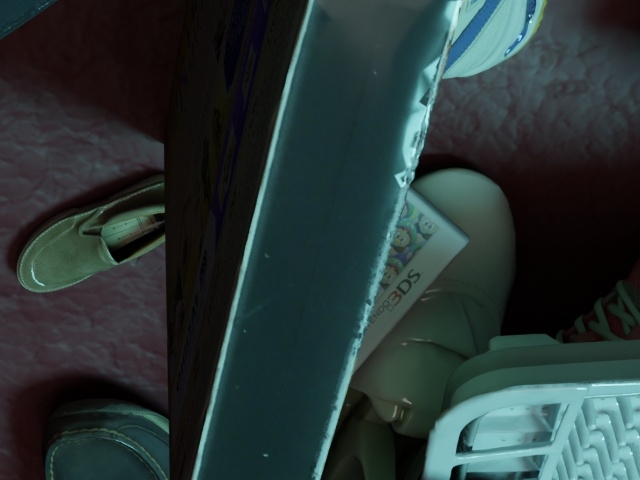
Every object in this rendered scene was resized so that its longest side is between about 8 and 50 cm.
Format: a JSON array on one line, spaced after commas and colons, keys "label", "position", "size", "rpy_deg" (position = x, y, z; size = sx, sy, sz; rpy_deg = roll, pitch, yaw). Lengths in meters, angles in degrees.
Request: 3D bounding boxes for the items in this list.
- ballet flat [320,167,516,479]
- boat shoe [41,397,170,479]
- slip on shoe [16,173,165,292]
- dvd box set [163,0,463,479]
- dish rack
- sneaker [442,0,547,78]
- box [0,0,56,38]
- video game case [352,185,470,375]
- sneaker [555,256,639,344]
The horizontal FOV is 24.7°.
[{"label": "ballet flat", "position": [0.050, 0.139, 1.098], "size": [0.139, 0.139, 0.400], "rpy_deg": [16, 118, -20]}, {"label": "boat shoe", "position": [-0.127, 0.283, 1.134], "size": [0.132, 0.130, 0.355], "rpy_deg": [-12, 119, 9]}, {"label": "slip on shoe", "position": [-0.152, 0.001, 1.020], "size": [0.135, 0.041, 0.051], "rpy_deg": [-25, 124, 4]}, {"label": "dvd box set", "position": [-0.028, -0.079, 0.766], "size": [0.062, 0.420, 0.307], "rpy_deg": [9, 120, -12]}, {"label": "dish rack", "position": [0.229, 0.141, 1.011], "size": [0.333, 0.072, 0.285], "rpy_deg": [-2, 144, -3]}, {"label": "sneaker", "position": [0.074, -0.233, 0.827], "size": [0.131, 0.112, 0.296], "rpy_deg": [-26, 118, -50]}, {"label": "box", "position": [-0.221, -0.285, 0.610], "size": [0.097, 0.395, 0.318], "rpy_deg": [-31, 122, 11]}, {"label": "video game case", "position": [0.000, 0.000, 1.017], "size": [0.157, 0.019, 0.143], "rpy_deg": [41, 110, 5]}, {"label": "sneaker", "position": [0.219, 0.106, 1.121], "size": [0.136, 0.116, 0.314], "rpy_deg": [8, 120, -15]}]
